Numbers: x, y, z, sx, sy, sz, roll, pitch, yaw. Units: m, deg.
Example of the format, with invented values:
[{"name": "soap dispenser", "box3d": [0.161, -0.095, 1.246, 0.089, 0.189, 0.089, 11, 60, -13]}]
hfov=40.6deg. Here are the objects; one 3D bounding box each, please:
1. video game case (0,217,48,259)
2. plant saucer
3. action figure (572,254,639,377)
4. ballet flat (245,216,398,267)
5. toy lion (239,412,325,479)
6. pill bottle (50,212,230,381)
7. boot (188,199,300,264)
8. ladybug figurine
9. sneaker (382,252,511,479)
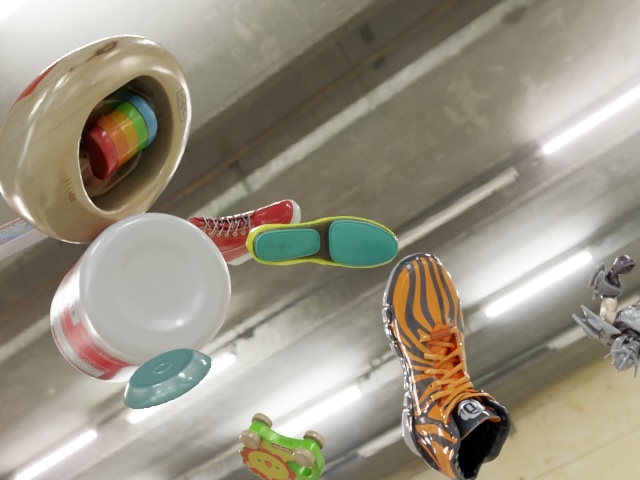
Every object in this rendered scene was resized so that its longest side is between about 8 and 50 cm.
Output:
[{"name": "video game case", "box3d": [-0.575, -0.009, 1.621, 0.204, 0.025, 0.285, -30, 17, -25]}, {"name": "plant saucer", "box3d": [-0.193, 0.166, 1.075, 0.119, 0.119, 0.021, -22, -72, -3]}, {"name": "action figure", "box3d": [0.450, 0.073, 1.126, 0.285, 0.185, 0.099, -43, -14, -29]}, {"name": "ballet flat", "box3d": [0.000, 0.000, 1.298, 0.231, 0.077, 0.077, 0, 7, -16]}, {"name": "toy lion", "box3d": [-0.041, 0.231, 0.916, 0.034, 0.100, 0.096, -55, -32, -41]}, {"name": "pill bottle", "box3d": [-0.316, 0.112, 1.430, 0.229, 0.229, 0.408, -8, -10, -27]}, {"name": "boot", "box3d": [-0.176, -0.032, 1.833, 0.244, 0.088, 0.176, -29, -35, 32]}, {"name": "ladybug figurine", "box3d": [-0.369, -0.174, 1.418, 0.449, 0.162, 0.305, -49, -39, -52]}, {"name": "sneaker", "box3d": [0.183, 0.180, 1.179, 0.125, 0.321, 0.180, -16, 15, -17]}]
